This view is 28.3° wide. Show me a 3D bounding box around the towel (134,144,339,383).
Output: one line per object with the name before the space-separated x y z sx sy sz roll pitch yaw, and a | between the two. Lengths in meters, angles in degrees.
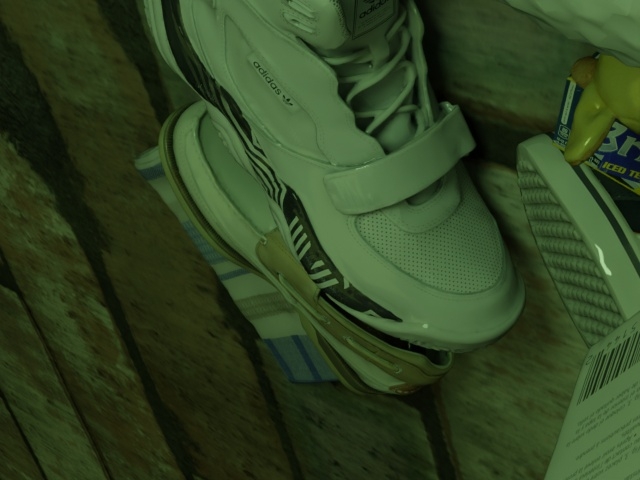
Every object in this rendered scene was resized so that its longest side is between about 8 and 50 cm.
towel | -0.053 0.016 1.167 0.285 0.034 0.209 57 150 -12

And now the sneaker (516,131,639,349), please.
sneaker | 0.236 0.052 0.759 0.126 0.127 0.321 75 170 -61

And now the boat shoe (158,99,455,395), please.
boat shoe | 0.000 0.000 1.016 0.302 0.113 0.103 48 150 -18

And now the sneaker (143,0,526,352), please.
sneaker | 0.031 -0.093 0.831 0.366 0.137 0.210 52 152 3

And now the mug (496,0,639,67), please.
mug | 0.136 -0.243 0.392 0.374 0.276 0.328 -49 60 17

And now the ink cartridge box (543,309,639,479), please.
ink cartridge box | 0.164 0.072 0.416 0.066 0.261 0.296 36 138 -3

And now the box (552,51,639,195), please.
box | 0.219 -0.048 0.721 0.169 0.054 0.059 34 147 24

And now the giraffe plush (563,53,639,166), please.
giraffe plush | 0.204 -0.079 0.614 0.170 0.181 0.210 -3 116 64
